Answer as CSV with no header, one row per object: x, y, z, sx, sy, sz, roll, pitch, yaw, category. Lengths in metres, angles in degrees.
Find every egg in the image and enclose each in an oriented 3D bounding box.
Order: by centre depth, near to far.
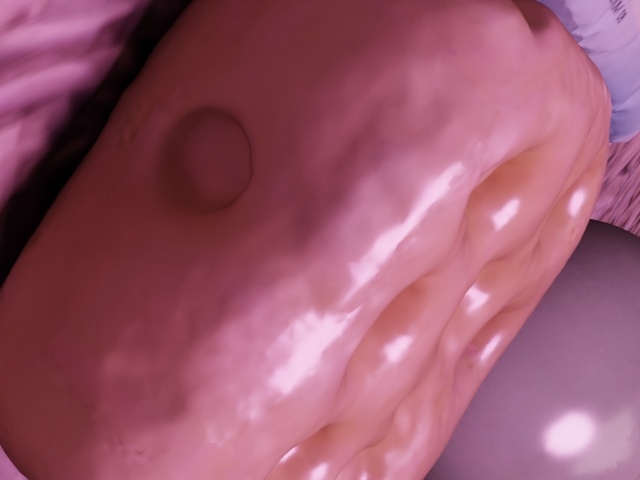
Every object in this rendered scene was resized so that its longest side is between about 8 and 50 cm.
0.128,0.072,0.891,0.231,0.168,0.168,-33,153,-56,egg

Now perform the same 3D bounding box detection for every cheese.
0.000,0.000,0.495,0.235,0.117,0.218,-33,152,-48,cheese

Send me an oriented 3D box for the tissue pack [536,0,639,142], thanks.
0.119,-0.148,0.593,0.177,0.089,0.263,-57,161,2,tissue pack
